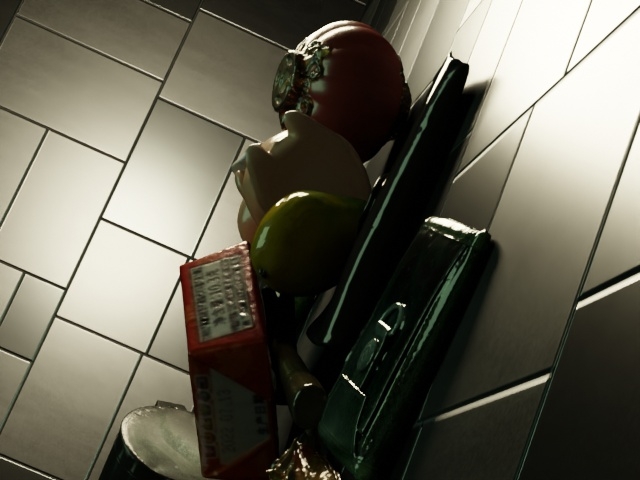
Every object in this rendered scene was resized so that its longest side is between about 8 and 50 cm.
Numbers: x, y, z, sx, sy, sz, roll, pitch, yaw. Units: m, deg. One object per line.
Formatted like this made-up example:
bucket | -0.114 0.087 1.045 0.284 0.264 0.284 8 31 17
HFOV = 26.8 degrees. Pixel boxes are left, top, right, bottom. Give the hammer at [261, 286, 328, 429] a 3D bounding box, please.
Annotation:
hammer | -0.031 0.157 1.607 0.440 0.044 0.168 -138 42 -82

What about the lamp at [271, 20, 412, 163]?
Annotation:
lamp | 0.038 -0.216 2.015 0.227 0.227 0.226 -156 90 -84

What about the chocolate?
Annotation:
chocolate | -0.117 0.159 1.726 0.237 0.108 0.234 -103 9 -57

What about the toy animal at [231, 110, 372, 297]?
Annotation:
toy animal | -0.036 -0.048 1.907 0.195 0.213 0.256 -48 5 -16

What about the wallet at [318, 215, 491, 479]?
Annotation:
wallet | 0.072 0.088 1.190 0.236 0.055 0.160 -65 12 1

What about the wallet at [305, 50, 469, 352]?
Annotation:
wallet | 0.084 -0.042 1.609 0.197 0.051 0.377 159 136 -86

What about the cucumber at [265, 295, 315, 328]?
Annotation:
cucumber | -0.045 0.103 2.187 0.250 0.056 0.056 -58 9 39

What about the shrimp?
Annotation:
shrimp | -0.024 0.267 1.325 0.154 0.062 0.294 -50 14 23

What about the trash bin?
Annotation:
trash bin | -0.284 0.450 2.225 0.301 0.203 0.252 -65 25 24

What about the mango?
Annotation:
mango | -0.003 0.006 1.715 0.237 0.091 0.137 7 -74 -57
